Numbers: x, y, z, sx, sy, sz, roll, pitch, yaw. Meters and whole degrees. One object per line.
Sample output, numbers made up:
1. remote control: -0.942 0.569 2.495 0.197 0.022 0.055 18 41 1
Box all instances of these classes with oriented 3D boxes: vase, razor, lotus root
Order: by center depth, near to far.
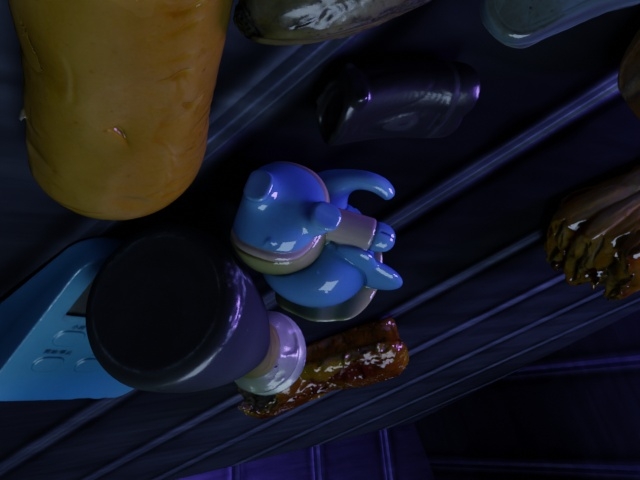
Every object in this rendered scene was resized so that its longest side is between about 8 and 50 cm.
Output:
1. lotus root: 0.025 -0.180 0.421 0.179 0.080 0.089 -24 -169 -12
2. razor: 0.070 -0.129 0.609 0.148 0.054 0.090 -9 154 -22
3. vase: -0.120 0.113 0.786 0.173 0.173 0.321 -23 155 7

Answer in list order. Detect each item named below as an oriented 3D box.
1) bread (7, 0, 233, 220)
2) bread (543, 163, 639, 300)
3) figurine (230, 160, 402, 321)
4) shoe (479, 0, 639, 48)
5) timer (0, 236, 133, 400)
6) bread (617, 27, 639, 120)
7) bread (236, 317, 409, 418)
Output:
1. bread: -0.136 -0.112 0.450 0.142 0.091 0.305 -15 157 -24
2. bread: 0.557 -0.018 1.086 0.325 0.166 0.277 -21 156 6
3. figurine: -0.003 0.003 0.724 0.180 0.153 0.262 -8 160 -1
4. shoe: 0.213 -0.217 0.534 0.195 0.079 0.078 -26 -168 -6
5. timer: -0.264 0.102 0.814 0.250 0.091 0.232 -38 151 23
6. bread: 0.389 -0.192 0.615 0.106 0.139 0.236 -13 155 -24
7. bread: -0.001 0.278 1.373 0.381 0.109 0.185 -19 157 4
